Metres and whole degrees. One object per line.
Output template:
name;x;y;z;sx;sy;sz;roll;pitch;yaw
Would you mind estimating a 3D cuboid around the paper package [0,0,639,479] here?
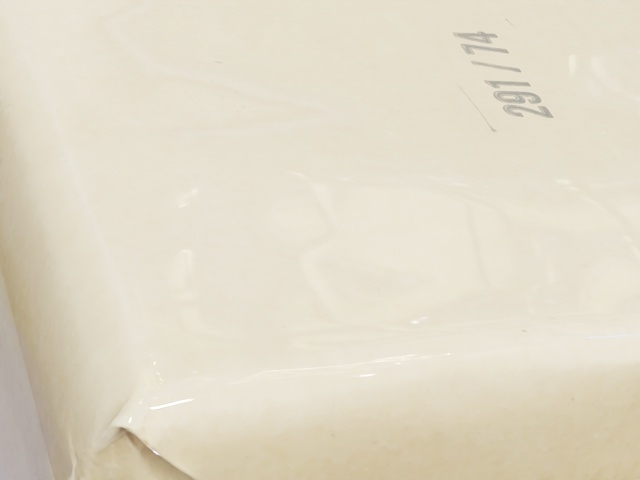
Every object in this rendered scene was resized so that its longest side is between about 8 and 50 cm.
paper package;0.020;0.004;0.566;0.309;0.325;0.168;-2;-52;-23
